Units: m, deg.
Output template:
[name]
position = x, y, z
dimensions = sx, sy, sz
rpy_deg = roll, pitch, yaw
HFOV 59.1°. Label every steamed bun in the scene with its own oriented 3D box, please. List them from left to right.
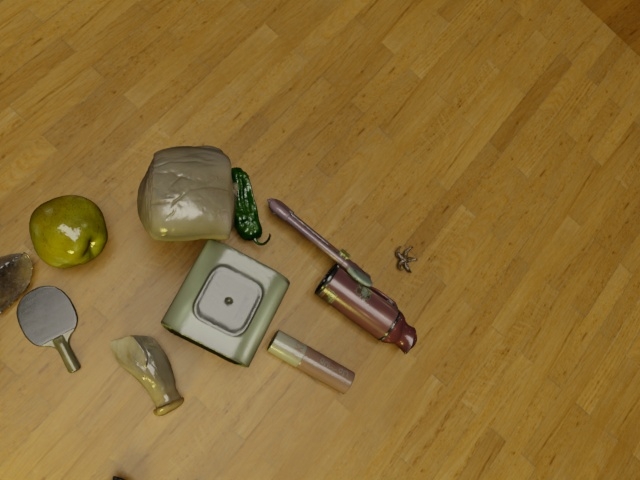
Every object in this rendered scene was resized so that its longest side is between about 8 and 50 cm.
[steamed bun]
position = -0.344, -0.132, 1.461
dimensions = 0.246, 0.383, 0.237
rpy_deg = 4, 98, -15

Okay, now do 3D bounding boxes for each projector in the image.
[projector]
position = -0.251, 0.172, 1.496
dimensions = 0.248, 0.248, 0.249
rpy_deg = 28, 73, -6

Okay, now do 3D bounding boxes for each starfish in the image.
[starfish]
position = 0.267, 0.055, 1.763
dimensions = 0.078, 0.028, 0.091
rpy_deg = 31, 70, -11

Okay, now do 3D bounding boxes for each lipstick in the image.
[lipstick]
position = -0.027, 0.346, 1.606
dimensions = 0.254, 0.070, 0.070
rpy_deg = 31, 73, -6

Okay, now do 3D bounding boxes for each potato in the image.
[potato]
position = -0.874, 0.129, 1.456
dimensions = 0.261, 0.100, 0.121
rpy_deg = -35, 127, -32

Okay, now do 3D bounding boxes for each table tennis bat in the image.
[table tennis bat]
position = -0.704, 0.237, 1.493
dimensions = 0.138, 0.022, 0.247
rpy_deg = -29, 85, -18

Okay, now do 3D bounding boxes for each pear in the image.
[pear]
position = -0.658, -0.023, 1.480
dimensions = 0.198, 0.198, 0.199
rpy_deg = 3, 77, -13

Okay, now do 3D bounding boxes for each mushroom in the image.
[mushroom]
position = -0.449, 0.344, 1.494
dimensions = 0.108, 0.096, 0.247
rpy_deg = -34, 91, -43

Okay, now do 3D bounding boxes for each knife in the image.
[knife]
position = 0.000, -0.001, 1.660
dimensions = 0.398, 0.132, 0.038
rpy_deg = 38, 100, 3

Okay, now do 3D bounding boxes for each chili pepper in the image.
[chili pepper]
position = -0.223, -0.100, 1.654
dimensions = 0.100, 0.074, 0.257
rpy_deg = -13, 80, -15

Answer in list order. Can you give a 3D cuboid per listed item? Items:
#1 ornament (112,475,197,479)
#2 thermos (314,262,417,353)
[ornament]
position = -0.416, 0.669, 1.440
dimensions = 0.235, 0.080, 0.202
rpy_deg = -16, 85, -14
[thermos]
position = 0.147, 0.206, 1.670
dimensions = 0.330, 0.136, 0.110
rpy_deg = 36, 100, -4
